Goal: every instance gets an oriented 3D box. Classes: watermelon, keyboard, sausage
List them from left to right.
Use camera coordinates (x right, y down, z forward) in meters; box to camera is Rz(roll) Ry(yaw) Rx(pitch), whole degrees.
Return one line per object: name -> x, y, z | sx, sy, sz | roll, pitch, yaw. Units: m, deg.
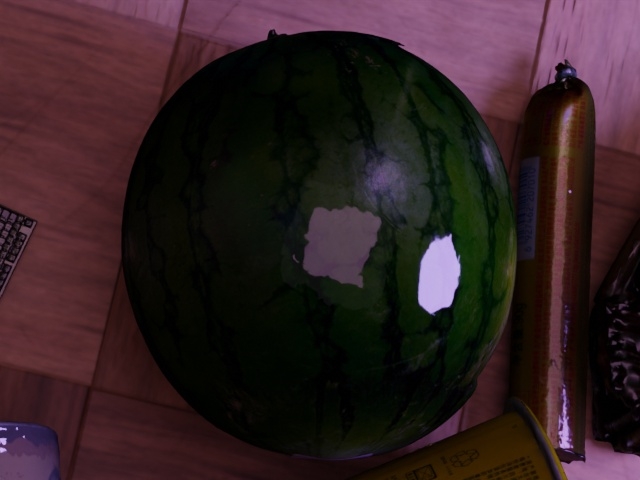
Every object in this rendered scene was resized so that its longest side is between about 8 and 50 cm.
keyboard -> -0.296, 0.030, 1.691 | 0.049, 0.015, 0.129 | 26, 77, -7
watermelon -> 0.000, 0.000, 1.593 | 0.363, 0.363, 0.363 | 2, 81, -12
sausage -> 0.211, 0.014, 1.773 | 0.082, 0.082, 0.371 | 6, 79, -11

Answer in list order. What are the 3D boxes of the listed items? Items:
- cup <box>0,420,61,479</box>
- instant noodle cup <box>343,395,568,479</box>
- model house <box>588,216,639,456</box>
cup -> -0.341, 0.297, 1.537 | 0.301, 0.227, 0.257 | -15, 73, 21
instant noodle cup -> 0.088, 0.315, 1.592 | 0.254, 0.325, 0.325 | -16, 85, -6
model house -> 0.390, 0.018, 1.702 | 0.317, 0.282, 0.297 | -17, 86, -15
